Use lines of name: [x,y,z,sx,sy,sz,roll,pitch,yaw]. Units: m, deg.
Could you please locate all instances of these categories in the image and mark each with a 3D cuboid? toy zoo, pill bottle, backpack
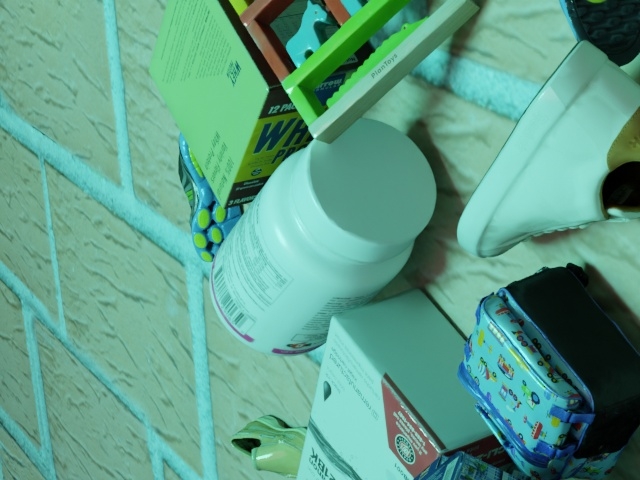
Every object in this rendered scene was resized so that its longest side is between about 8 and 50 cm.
toy zoo: [0.001,-0.262,1.299,0.192,0.030,0.293,-41,63,21]
pill bottle: [0.000,0.000,1.410,0.160,0.160,0.283,66,151,14]
backpack: [0.193,0.131,1.179,0.158,0.116,0.173,56,150,32]

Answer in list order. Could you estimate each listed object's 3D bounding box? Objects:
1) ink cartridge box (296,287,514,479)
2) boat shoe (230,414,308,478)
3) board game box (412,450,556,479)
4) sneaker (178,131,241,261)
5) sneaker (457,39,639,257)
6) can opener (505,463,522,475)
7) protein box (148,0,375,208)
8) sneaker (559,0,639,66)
ink cartridge box: [0.084,0.220,1.420,0.197,0.114,0.273,50,144,36]
boat shoe: [-0.053,0.271,1.740,0.190,0.072,0.068,4,108,60]
board game box: [0.180,0.250,1.189,0.194,0.060,0.194,25,154,-2]
sneaker: [-0.141,-0.065,1.752,0.078,0.067,0.188,-124,24,-72]
sneaker: [0.195,-0.036,1.104,0.123,0.106,0.290,36,158,6]
can opener: [0.225,0.339,1.270,0.280,0.074,0.093,61,150,24]
protein box: [-0.065,-0.181,1.458,0.201,0.136,0.200,60,148,25]
sneaker: [0.197,-0.234,1.050,0.082,0.069,0.209,-96,-14,-83]
